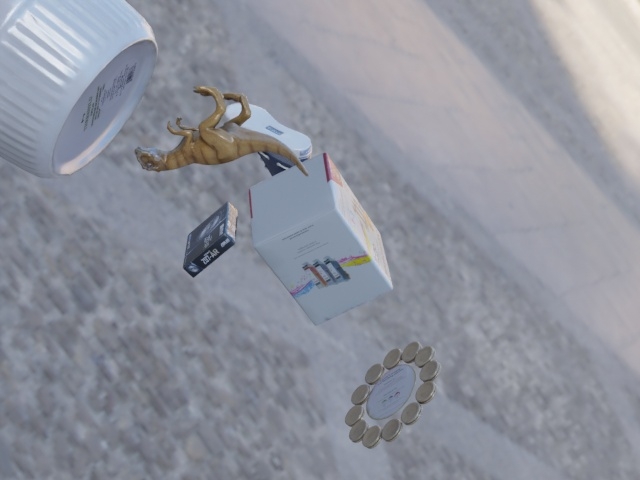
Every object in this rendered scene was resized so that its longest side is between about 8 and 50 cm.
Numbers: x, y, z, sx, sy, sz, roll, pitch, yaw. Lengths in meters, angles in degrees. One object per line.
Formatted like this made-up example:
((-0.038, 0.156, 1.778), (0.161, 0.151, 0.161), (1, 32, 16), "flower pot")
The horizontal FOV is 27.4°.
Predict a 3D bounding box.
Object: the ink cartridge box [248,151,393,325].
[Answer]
((0.000, 0.000, 1.796), (0.176, 0.127, 0.128), (55, 16, -38), "ink cartridge box")

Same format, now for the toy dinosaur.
((-0.100, -0.113, 1.460), (0.064, 0.211, 0.112), (23, 65, -67), "toy dinosaur")

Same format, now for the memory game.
((0.107, 0.230, 1.960), (0.012, 0.186, 0.186), (40, 22, -26), "memory game")

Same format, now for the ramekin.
((-0.249, -0.157, 1.264), (0.109, 0.207, 0.207), (35, 17, 8), "ramekin")

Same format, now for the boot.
((-0.090, -0.153, 2.154), (0.069, 0.086, 0.190), (-27, 45, -33), "boot")

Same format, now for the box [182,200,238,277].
((-0.125, -0.001, 1.500), (0.018, 0.067, 0.083), (44, 20, -21), "box")
